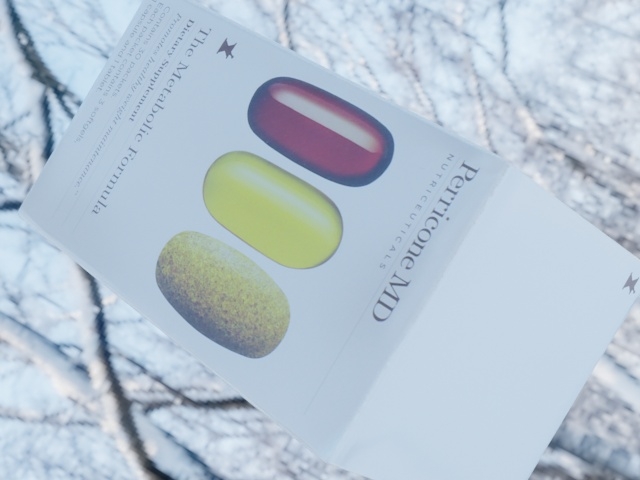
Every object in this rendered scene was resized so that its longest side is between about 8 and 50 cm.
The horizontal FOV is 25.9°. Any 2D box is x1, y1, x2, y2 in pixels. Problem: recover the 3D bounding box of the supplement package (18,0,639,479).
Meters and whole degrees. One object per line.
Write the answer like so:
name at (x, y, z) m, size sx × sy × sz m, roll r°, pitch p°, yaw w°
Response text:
supplement package at (0.000, 0.000, 0.636) m, size 0.134 × 0.244 × 0.139 m, roll 29°, pitch -88°, yaw -48°
